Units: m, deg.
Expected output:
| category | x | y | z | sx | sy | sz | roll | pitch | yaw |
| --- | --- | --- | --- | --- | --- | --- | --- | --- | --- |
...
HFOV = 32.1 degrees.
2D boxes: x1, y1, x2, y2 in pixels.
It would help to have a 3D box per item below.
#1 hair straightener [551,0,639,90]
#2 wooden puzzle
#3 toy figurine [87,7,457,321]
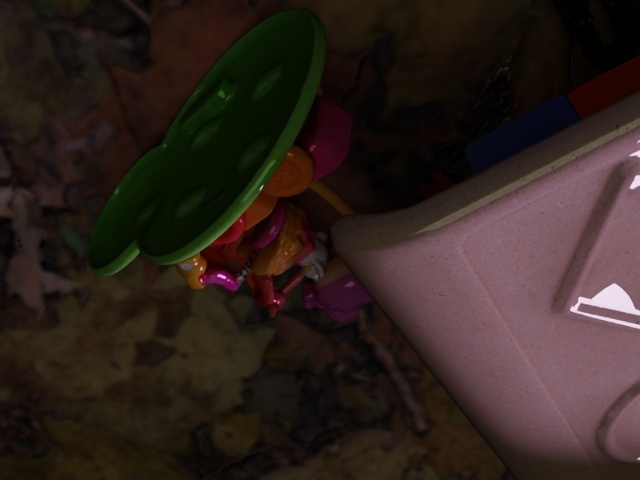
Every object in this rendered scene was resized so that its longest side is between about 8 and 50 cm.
| category | x | y | z | sx | sy | sz | roll | pitch | yaw |
| --- | --- | --- | --- | --- | --- | --- | --- | --- | --- |
| hair straightener | 0.124 | -0.131 | 0.499 | 0.089 | 0.047 | 0.230 | 2 | 144 | 42 |
| wooden puzzle | 0.212 | -0.006 | 0.501 | 0.348 | 0.080 | 0.322 | -24 | 142 | 12 |
| toy figurine | 0.000 | 0.000 | 0.534 | 0.159 | 0.130 | 0.173 | 33 | 132 | -27 |
